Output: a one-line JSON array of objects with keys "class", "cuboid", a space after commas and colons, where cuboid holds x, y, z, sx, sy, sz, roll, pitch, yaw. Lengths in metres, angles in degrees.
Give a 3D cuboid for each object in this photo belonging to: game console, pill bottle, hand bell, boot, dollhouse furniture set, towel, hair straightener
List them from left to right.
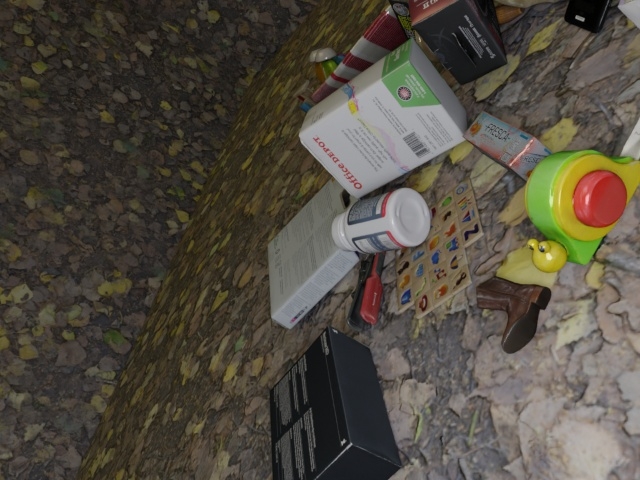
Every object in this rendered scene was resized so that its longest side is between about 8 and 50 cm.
[{"class": "dollhouse furniture set", "cuboid": [-0.020, -0.362, 1.717, 0.129, 0.183, 0.129, -9, 53, 62]}, {"class": "hair straightener", "cuboid": [0.082, 0.080, 1.114, 0.089, 0.047, 0.230, -37, 30, 41]}, {"class": "towel", "cuboid": [0.142, -0.486, 1.530, 0.329, 0.237, 0.037, -45, 69, 29]}, {"class": "pill bottle", "cuboid": [0.108, -0.031, 1.077, 0.180, 0.108, 0.108, -12, 49, 50]}, {"class": "hand bell", "cuboid": [0.341, -0.486, 1.268, 0.242, 0.126, 0.126, 4, 64, 53]}, {"class": "boot", "cuboid": [0.243, 0.097, 0.771, 0.106, 0.037, 0.114, -50, 23, -14]}, {"class": "game console", "cuboid": [0.485, -0.412, 0.960, 0.122, 0.071, 0.107, -99, 16, -59]}]

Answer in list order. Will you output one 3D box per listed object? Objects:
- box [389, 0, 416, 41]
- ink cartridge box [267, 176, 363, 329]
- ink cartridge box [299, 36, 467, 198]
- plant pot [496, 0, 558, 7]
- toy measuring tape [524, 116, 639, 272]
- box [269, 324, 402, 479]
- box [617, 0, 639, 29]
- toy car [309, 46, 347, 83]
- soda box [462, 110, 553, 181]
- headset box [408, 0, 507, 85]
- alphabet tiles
[{"class": "box", "cuboid": [0.285, -0.628, 1.399, 0.060, 0.216, 0.270, 26, 84, 32]}, {"class": "ink cartridge box", "cuboid": [0.000, 0.000, 1.362, 0.330, 0.071, 0.324, -45, 25, 19]}, {"class": "ink cartridge box", "cuboid": [0.127, -0.238, 1.161, 0.278, 0.201, 0.117, -27, 32, 33]}, {"class": "plant pot", "cuboid": [0.407, -0.630, 1.066, 0.333, 0.333, 0.306, -23, 52, 54]}, {"class": "toy measuring tape", "cuboid": [0.350, -0.111, 0.719, 0.330, 0.121, 0.121, -59, 22, -3]}, {"class": "box", "cuboid": [0.011, 0.295, 0.914, 0.184, 0.103, 0.261, -53, 22, 21]}, {"class": "box", "cuboid": [0.536, -0.464, 0.853, 0.063, 0.067, 0.324, -5, 57, 63]}, {"class": "toy car", "cuboid": [0.051, -0.591, 1.960, 0.136, 0.159, 0.182, -22, 21, -9]}, {"class": "soda box", "cuboid": [0.305, -0.155, 0.932, 0.058, 0.063, 0.183, -52, 24, 14]}, {"class": "headset box", "cuboid": [0.265, -0.472, 1.128, 0.110, 0.218, 0.293, -20, 59, 32]}, {"class": "alphabet tiles", "cuboid": [0.203, 0.019, 0.995, 0.198, 0.009, 0.237, -42, 27, 33]}]
